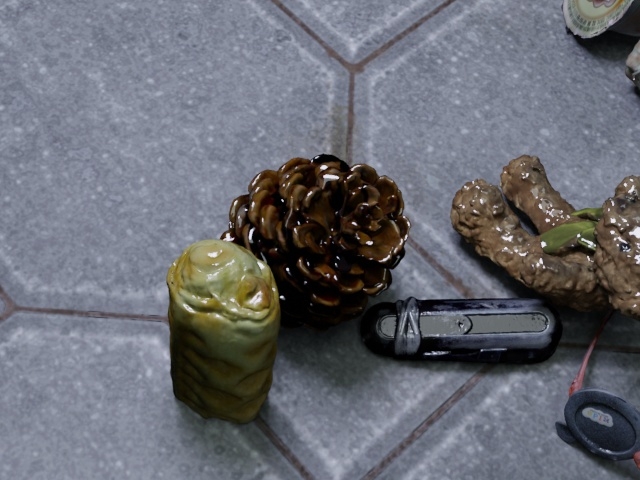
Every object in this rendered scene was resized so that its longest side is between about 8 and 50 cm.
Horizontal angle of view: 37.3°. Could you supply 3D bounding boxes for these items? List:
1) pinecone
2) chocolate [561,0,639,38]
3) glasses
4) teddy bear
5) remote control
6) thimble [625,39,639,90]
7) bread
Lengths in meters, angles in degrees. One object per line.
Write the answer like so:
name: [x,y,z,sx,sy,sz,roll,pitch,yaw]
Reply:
pinecone: [0.000,0.000,1.196,0.224,0.273,0.224,8,75,-33]
chocolate: [0.495,-0.401,1.482,0.147,0.221,0.221,9,60,-23]
glasses: [0.451,0.194,1.237,0.234,0.118,0.268,25,44,11]
teddy bear: [0.335,-0.016,1.224,0.246,0.222,0.296,-29,72,-30]
remote control: [0.186,0.113,1.241,0.266,0.066,0.090,1,60,-4]
thimble: [0.582,-0.282,1.410,0.229,0.196,0.148,-41,66,10]
bread: [-0.115,0.105,1.117,0.152,0.267,0.130,41,61,18]
